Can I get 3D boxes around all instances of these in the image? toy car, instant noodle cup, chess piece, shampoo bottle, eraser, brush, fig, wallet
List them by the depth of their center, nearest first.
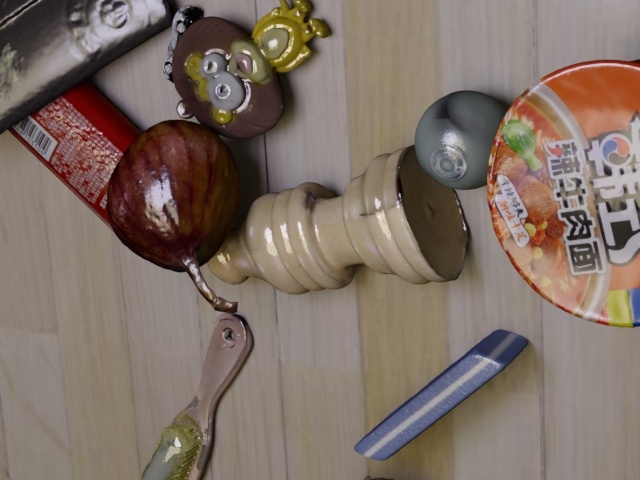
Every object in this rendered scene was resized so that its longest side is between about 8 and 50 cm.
[{"bbox_3d":[0.305,-0.063,1.482,0.250,0.192,0.250,9,109,27],"label":"instant noodle cup"},{"bbox_3d":[-0.164,-0.029,1.715,0.149,0.148,0.202,-15,58,56],"label":"fig"},{"bbox_3d":[0.131,0.171,1.719,0.036,0.082,0.225,50,123,5],"label":"eraser"},{"bbox_3d":[0.000,0.000,1.730,0.307,0.124,0.139,-14,136,36],"label":"chess piece"},{"bbox_3d":[-0.159,-0.223,1.781,0.025,0.041,0.093,30,117,22],"label":"toy car"},{"bbox_3d":[-0.334,-0.245,1.810,0.321,0.044,0.170,-30,84,13],"label":"wallet"},{"bbox_3d":[-0.262,-0.102,1.856,0.314,0.076,0.118,42,111,11],"label":"shampoo bottle"},{"bbox_3d":[-0.159,0.224,1.912,0.072,0.067,0.313,34,117,17],"label":"brush"}]

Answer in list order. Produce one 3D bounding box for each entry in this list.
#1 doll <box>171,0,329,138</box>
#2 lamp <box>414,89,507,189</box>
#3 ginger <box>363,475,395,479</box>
[{"bbox_3d":[-0.088,-0.201,1.721,0.145,0.096,0.188,33,109,8],"label":"doll"},{"bbox_3d":[0.149,-0.103,1.609,0.105,0.105,0.105,9,110,27],"label":"lamp"},{"bbox_3d":[0.070,0.472,1.806,0.256,0.176,0.375,42,124,32],"label":"ginger"}]
